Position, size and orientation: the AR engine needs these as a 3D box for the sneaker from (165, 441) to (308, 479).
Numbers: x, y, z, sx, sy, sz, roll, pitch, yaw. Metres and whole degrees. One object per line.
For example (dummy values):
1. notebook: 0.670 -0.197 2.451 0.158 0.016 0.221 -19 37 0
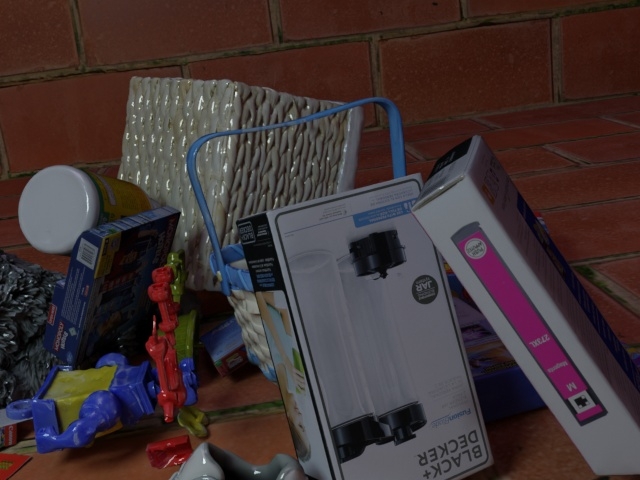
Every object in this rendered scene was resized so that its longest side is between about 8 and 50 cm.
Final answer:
1. sneaker: -0.116 0.230 0.703 0.232 0.115 0.090 -8 16 -6

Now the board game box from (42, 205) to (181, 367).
1. board game box: -0.256 0.043 1.061 0.060 0.194 0.194 29 26 18

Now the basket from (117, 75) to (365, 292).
1. basket: -0.146 -0.085 1.311 0.266 0.331 0.328 4 7 -42

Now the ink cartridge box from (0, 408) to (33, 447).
1. ink cartridge box: -0.397 0.228 0.968 0.063 0.029 0.115 7 6 40

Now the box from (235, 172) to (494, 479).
1. box: 0.044 0.097 0.763 0.169 0.290 0.087 -14 2 -25

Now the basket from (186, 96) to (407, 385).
1. basket: 0.000 0.000 0.909 0.254 0.289 0.201 -17 10 -22

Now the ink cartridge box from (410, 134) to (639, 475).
1. ink cartridge box: 0.222 0.080 0.751 0.069 0.371 0.176 -35 6 22

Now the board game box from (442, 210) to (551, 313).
1. board game box: 0.206 0.044 1.259 0.308 0.086 0.302 -4 16 9

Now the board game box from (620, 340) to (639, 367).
1. board game box: 0.312 0.135 1.002 0.168 0.033 0.133 -16 18 -27

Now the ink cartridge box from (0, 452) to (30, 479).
1. ink cartridge box: -0.425 0.258 0.864 0.145 0.045 0.179 0 20 19

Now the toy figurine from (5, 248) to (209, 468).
1. toy figurine: -0.257 0.146 0.944 0.217 0.191 0.362 -13 15 -3

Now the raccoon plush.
1. raccoon plush: -0.403 0.039 1.144 0.216 0.299 0.446 7 21 41

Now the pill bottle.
1. pill bottle: -0.301 -0.031 1.111 0.117 0.118 0.208 -1 -6 19

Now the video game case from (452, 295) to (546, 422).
1. video game case: 0.097 0.155 0.969 0.269 0.061 0.244 -12 16 -14

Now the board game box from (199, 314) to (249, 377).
1. board game box: -0.035 0.084 1.124 0.281 0.027 0.145 -33 15 -10
